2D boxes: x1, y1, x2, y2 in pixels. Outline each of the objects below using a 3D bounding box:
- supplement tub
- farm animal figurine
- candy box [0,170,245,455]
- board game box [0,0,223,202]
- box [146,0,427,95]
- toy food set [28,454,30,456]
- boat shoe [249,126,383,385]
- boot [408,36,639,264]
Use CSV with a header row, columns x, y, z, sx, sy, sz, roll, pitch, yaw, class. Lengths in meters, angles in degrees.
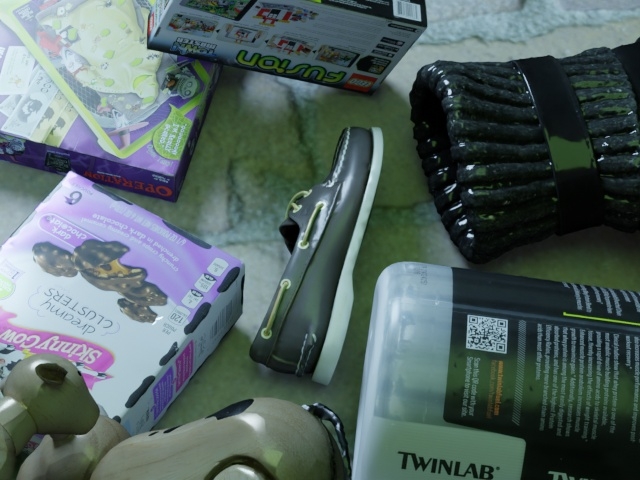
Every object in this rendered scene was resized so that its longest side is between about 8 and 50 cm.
x,y,z,sx,sy,sz,roll,pitch,yaw,class
0.185,0.127,1.025,0.316,0.193,0.194,7,58,1,supplement tub
-0.129,0.157,0.883,0.326,0.330,0.172,-8,63,11,farm animal figurine
-0.176,0.065,1.091,0.165,0.070,0.196,27,56,15,candy box
-0.177,-0.206,1.282,0.208,0.056,0.347,12,58,6,board game box
-0.029,-0.181,1.207,0.207,0.114,0.036,10,62,-21,box
-0.163,0.175,1.068,0.078,0.019,0.122,-21,55,-18,toy food set
0.000,0.000,1.152,0.068,0.081,0.228,14,61,-2,boat shoe
0.241,-0.024,1.159,0.260,0.131,0.348,-12,50,-21,boot
